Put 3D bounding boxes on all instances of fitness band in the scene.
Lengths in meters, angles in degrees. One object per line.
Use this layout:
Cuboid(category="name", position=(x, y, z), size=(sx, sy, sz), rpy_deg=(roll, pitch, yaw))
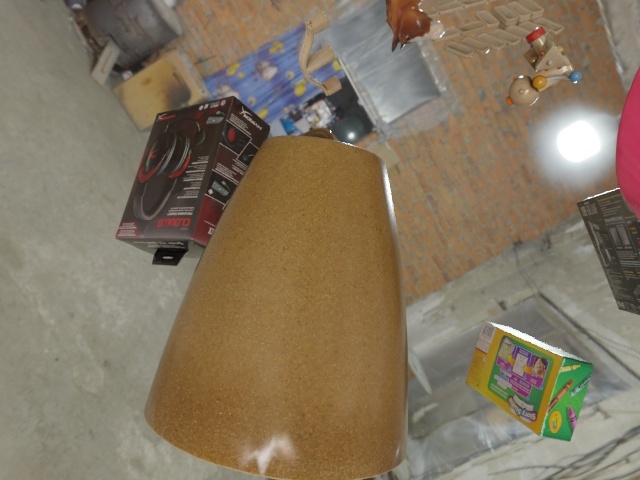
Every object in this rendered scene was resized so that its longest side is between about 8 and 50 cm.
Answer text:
Cuboid(category="fitness band", position=(0.407, -0.108, 0.502), size=(0.290, 0.209, 0.054), rpy_deg=(26, 2, -37))

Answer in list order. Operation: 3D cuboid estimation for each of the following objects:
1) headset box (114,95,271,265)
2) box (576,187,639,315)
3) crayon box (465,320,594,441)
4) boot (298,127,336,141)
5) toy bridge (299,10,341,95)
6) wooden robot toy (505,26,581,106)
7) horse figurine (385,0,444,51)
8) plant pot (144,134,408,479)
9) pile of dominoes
Cuboid(category="headset box", position=(-0.233, -0.092, 0.863), size=(0.110, 0.218, 0.294), rpy_deg=(32, 66, -50))
Cuboid(category="box", position=(0.578, 0.017, 0.847), size=(0.307, 0.076, 0.243), rpy_deg=(8, 63, -77))
Cuboid(category="crayon box", position=(0.450, 0.300, 1.065), size=(0.081, 0.166, 0.278), rpy_deg=(16, 2, -15))
Cuboid(category="boot", position=(0.000, 0.000, 0.694), size=(0.220, 0.284, 0.109), rpy_deg=(20, 10, -39))
Cuboid(category="toy bridge", position=(-0.005, -0.315, 0.835), size=(0.026, 0.063, 0.188), rpy_deg=(59, -1, 20))
Cuboid(category="wooden robot toy", position=(0.255, -0.200, 0.577), size=(0.076, 0.079, 0.173), rpy_deg=(52, 30, 1))
Cuboid(category="horse figurine", position=(0.095, -0.294, 0.379), size=(0.174, 0.066, 0.263), rpy_deg=(12, -35, 45))
Cuboid(category="plant pot", position=(-0.016, 0.043, 0.444), size=(0.237, 0.236, 0.255), rpy_deg=(22, 78, -78))
Cuboid(category="pile of dominoes", position=(0.338, -0.436, 0.983), size=(0.040, 0.251, 0.196), rpy_deg=(82, -12, -53))
